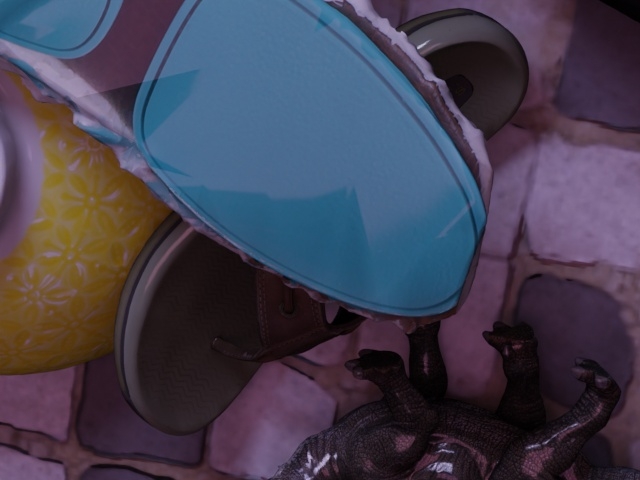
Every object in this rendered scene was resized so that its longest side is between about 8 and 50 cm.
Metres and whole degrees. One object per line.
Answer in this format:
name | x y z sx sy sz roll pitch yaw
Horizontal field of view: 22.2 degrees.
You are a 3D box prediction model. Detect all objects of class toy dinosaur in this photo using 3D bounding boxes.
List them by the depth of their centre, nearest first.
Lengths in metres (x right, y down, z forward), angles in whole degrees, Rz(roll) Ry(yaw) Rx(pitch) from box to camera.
toy dinosaur | 0.091 0.132 0.933 0.314 0.121 0.160 3 111 5

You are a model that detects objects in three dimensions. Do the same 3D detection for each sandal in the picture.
sandal | 0.000 -0.001 0.900 0.303 0.120 0.086 -45 48 13

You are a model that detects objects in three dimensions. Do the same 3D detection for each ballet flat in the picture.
ballet flat | -0.079 -0.115 0.819 0.409 0.147 0.147 35 103 -2

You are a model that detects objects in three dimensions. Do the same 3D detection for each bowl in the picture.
bowl | -0.203 -0.050 0.919 0.290 0.156 0.289 1 99 9

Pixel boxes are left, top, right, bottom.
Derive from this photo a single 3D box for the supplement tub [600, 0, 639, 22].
supplement tub | 0.244 -0.165 0.785 0.316 0.193 0.193 32 103 10
